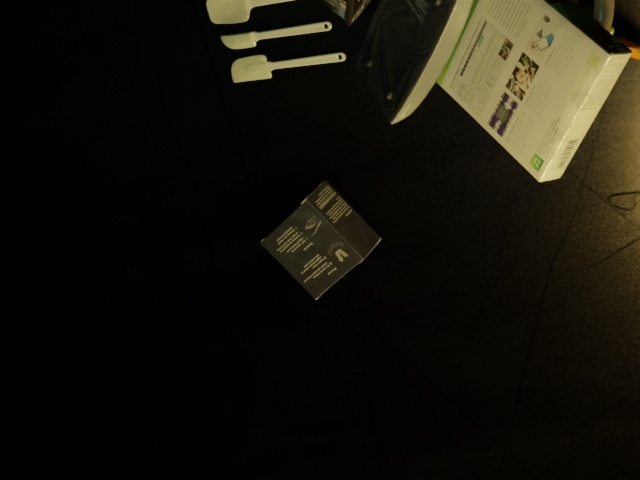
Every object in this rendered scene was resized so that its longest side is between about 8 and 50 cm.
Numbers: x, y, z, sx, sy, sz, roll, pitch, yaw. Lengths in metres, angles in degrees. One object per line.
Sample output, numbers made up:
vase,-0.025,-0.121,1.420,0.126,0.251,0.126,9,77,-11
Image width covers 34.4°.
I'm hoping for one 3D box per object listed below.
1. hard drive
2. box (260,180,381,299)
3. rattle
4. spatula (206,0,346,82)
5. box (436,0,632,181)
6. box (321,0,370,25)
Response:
hard drive,0.148,-0.331,1.657,0.172,0.054,0.254,63,142,34
box,0.000,0.000,1.962,0.158,0.093,0.156,47,128,-3
rattle,0.428,-0.376,1.535,0.143,0.130,0.199,0,83,-2
spatula,-0.080,-0.370,1.831,0.242,0.019,0.168,-3,116,30
box,0.295,-0.278,1.568,0.322,0.058,0.232,50,135,31
box,-0.018,-0.467,1.575,0.242,0.307,0.076,40,88,1
